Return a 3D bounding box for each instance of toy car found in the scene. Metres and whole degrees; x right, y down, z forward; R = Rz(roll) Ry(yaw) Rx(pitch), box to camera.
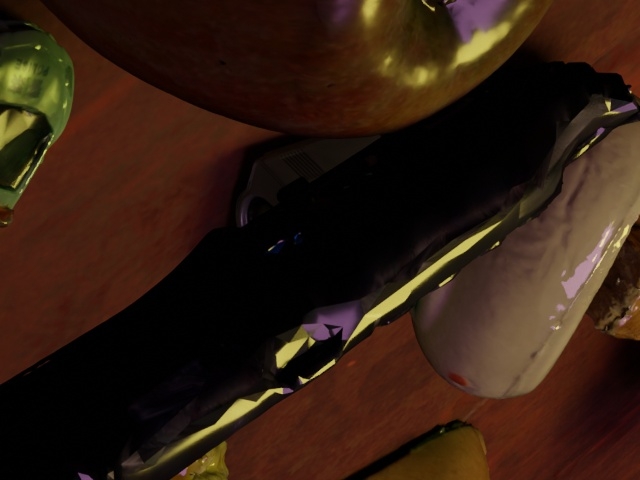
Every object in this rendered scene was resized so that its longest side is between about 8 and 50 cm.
[{"bbox_3d":[-0.185,-0.025,0.845,0.093,0.058,0.186,11,121,-53],"label":"toy car"}]

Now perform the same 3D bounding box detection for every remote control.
[{"bbox_3d":[-0.033,0.030,0.704,0.399,0.062,0.144,-34,-168,-27],"label":"remote control"}]

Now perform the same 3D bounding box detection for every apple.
[{"bbox_3d":[-0.012,-0.170,0.705,0.257,0.234,0.257,-25,148,-17],"label":"apple"}]

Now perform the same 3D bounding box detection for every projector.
[{"bbox_3d":[0.000,0.000,1.083,0.115,0.061,0.147,-21,142,-35],"label":"projector"}]

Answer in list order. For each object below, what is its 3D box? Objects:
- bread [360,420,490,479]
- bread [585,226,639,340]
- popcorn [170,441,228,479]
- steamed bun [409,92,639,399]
[{"bbox_3d":[0.070,0.284,1.431,0.252,0.133,0.174,-28,147,-25],"label":"bread"},{"bbox_3d":[0.252,0.033,1.407,0.070,0.076,0.083,14,118,-42],"label":"bread"},{"bbox_3d":[-0.112,0.157,1.075,0.135,0.162,0.141,34,60,-28],"label":"popcorn"},{"bbox_3d":[0.132,-0.008,1.142,0.228,0.131,0.177,-62,177,15],"label":"steamed bun"}]
